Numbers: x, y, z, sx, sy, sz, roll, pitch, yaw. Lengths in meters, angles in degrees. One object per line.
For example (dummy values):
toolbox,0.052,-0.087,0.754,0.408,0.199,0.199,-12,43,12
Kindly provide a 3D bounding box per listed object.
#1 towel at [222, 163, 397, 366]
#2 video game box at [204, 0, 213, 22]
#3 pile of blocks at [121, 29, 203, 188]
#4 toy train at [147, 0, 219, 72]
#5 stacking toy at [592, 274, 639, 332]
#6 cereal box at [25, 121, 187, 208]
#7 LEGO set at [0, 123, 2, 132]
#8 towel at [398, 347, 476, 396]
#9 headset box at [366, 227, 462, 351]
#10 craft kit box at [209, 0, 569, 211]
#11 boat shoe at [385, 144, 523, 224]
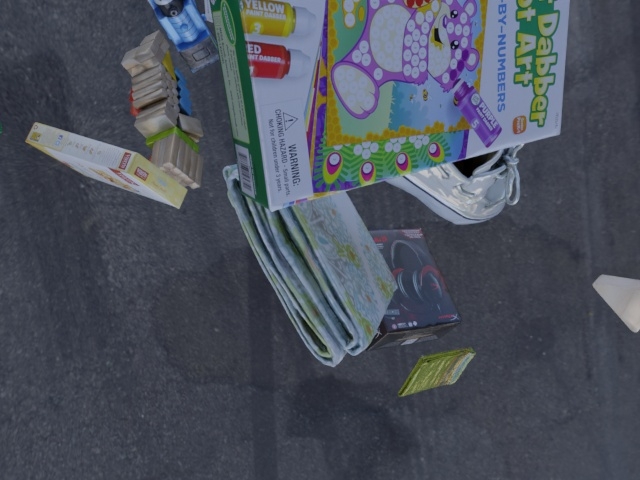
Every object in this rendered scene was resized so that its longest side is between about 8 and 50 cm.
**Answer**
towel,0.000,0.000,0.900,0.090,0.374,0.320,-27,93,19
video game box,-0.185,-0.626,1.277,0.205,0.048,0.187,-36,142,-36
pile of blocks,-0.362,-0.282,1.244,0.149,0.113,0.361,6,71,-67
toy train,-0.236,-0.377,0.926,0.080,0.105,0.184,-29,154,1
stacking toy,0.528,0.095,0.658,0.130,0.279,0.308,-36,93,-24
cereal box,-0.387,-0.136,1.006,0.047,0.240,0.173,-67,158,-9
LEGO set,-0.554,-0.209,0.642,0.192,0.331,0.254,-25,102,-12
towel,0.257,0.284,1.182,0.237,0.021,0.102,7,114,-51
headset box,0.172,0.097,1.306,0.218,0.110,0.293,-2,58,-29
craft kit box,0.053,-0.167,0.344,0.247,0.061,0.249,-19,116,-25
boat shoe,0.222,-0.118,0.781,0.367,0.157,0.135,20,68,-47
